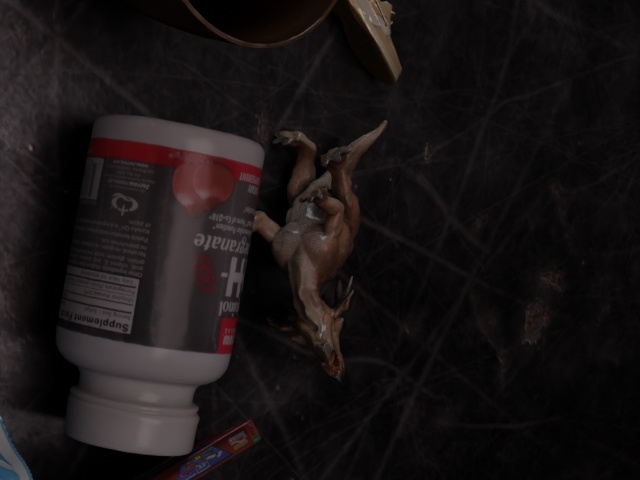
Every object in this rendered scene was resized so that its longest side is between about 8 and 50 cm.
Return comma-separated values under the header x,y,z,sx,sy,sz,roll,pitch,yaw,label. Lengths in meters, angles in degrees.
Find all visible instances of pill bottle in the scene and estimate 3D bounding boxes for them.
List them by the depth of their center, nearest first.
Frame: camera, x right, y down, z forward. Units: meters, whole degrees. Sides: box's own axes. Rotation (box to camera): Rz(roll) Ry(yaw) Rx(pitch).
x,y,z,sx,sy,sz,roll,pitch,yaw,label
-0.166,0.045,1.245,0.176,0.176,0.319,11,89,-38,pill bottle

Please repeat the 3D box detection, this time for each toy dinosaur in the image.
x,y,z,sx,sy,sz,roll,pitch,yaw,label
0.000,0.000,1.413,0.296,0.127,0.200,-62,139,-36,toy dinosaur

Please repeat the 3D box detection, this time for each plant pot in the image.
x,y,z,sx,sy,sz,roll,pitch,yaw,label
-0.123,-0.293,1.206,0.215,0.230,0.216,-6,99,-37,plant pot

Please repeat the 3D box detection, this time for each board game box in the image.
x,y,z,sx,sy,sz,roll,pitch,yaw,label
-0.203,0.268,1.263,0.281,0.145,0.027,-27,87,-33,board game box

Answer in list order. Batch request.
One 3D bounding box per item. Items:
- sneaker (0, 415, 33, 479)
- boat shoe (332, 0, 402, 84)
x,y,z,sx,sy,sz,roll,pitch,yaw,label
-0.319,0.221,1.135,0.092,0.229,0.087,-16,137,-29,sneaker
0.058,-0.263,1.457,0.059,0.063,0.170,-41,118,-20,boat shoe
